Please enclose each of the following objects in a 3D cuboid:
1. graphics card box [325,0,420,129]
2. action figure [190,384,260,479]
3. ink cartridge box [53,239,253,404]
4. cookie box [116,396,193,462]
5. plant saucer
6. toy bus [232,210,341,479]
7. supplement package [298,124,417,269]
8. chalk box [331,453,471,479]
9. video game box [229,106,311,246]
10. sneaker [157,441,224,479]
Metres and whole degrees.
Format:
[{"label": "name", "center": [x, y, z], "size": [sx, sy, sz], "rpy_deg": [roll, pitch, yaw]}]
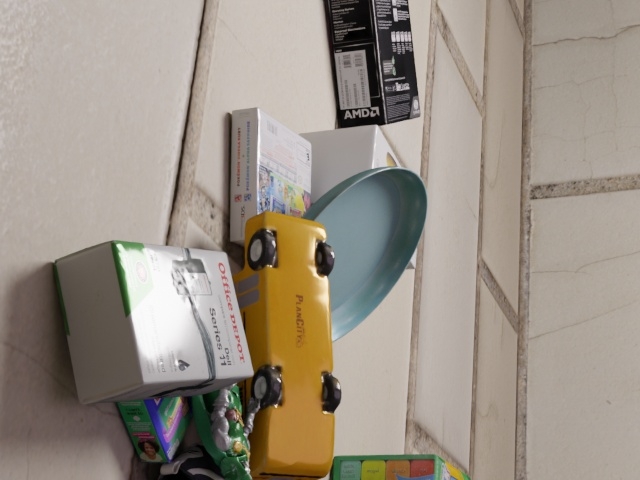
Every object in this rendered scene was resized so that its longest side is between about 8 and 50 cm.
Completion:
[{"label": "graphics card box", "center": [0.090, -0.388, 2.139], "size": [0.233, 0.094, 0.371], "rpy_deg": [-28, 111, -68]}, {"label": "action figure", "center": [-0.113, 0.190, 1.419], "size": [0.137, 0.063, 0.232], "rpy_deg": [52, 18, -51]}, {"label": "ink cartridge box", "center": [-0.171, 0.087, 1.281], "size": [0.208, 0.087, 0.153], "rpy_deg": [7, 66, -62]}, {"label": "cookie box", "center": [-0.186, 0.181, 1.360], "size": [0.092, 0.040, 0.107], "rpy_deg": [-66, 145, -53]}, {"label": "plant saucer", "center": [0.034, 0.021, 1.767], "size": [0.317, 0.043, 0.317], "rpy_deg": [-33, 145, -28]}, {"label": "toy bus", "center": [-0.055, 0.138, 1.541], "size": [0.108, 0.130, 0.333], "rpy_deg": [11, 66, -34]}, {"label": "supplement package", "center": [0.061, -0.061, 1.936], "size": [0.244, 0.134, 0.139], "rpy_deg": [52, 38, -56]}, {"label": "chalk box", "center": [0.122, 0.442, 1.939], "size": [0.289, 0.180, 0.179], "rpy_deg": [47, 43, -61]}, {"label": "video game box", "center": [-0.068, -0.072, 1.720], "size": [0.205, 0.048, 0.187], "rpy_deg": [27, 59, -67]}, {"label": "sneaker", "center": [-0.142, 0.351, 1.375], "size": [0.153, 0.094, 0.235], "rpy_deg": [12, 75, -67]}]
